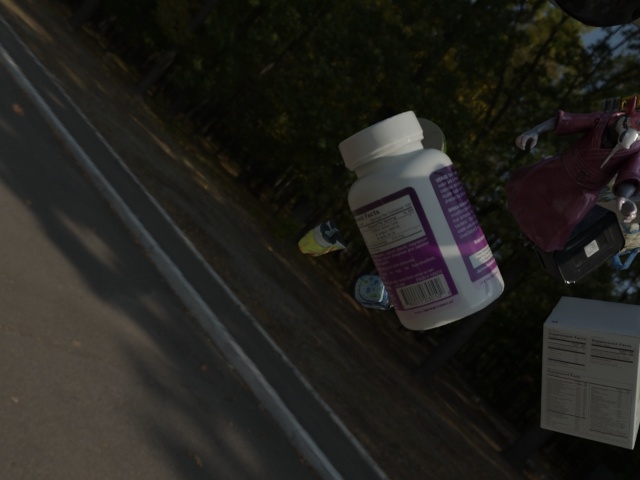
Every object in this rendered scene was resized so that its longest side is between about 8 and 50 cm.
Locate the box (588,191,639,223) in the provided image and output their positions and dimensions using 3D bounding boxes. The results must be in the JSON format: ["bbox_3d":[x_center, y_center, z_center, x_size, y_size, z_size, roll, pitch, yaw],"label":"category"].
[{"bbox_3d":[0.771,-0.083,1.464,0.067,0.063,0.324,60,-12,-8],"label":"box"}]

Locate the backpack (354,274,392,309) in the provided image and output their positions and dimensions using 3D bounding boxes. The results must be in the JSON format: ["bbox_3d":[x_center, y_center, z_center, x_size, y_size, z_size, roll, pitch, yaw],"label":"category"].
[{"bbox_3d":[0.161,0.153,1.842,0.114,0.105,0.084,1,-21,31],"label":"backpack"}]

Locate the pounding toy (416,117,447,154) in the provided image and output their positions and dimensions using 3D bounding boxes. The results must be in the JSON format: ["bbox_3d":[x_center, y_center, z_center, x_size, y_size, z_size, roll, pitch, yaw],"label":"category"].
[{"bbox_3d":[0.176,-0.118,1.193,0.183,0.237,0.110,-9,-34,31],"label":"pounding toy"}]

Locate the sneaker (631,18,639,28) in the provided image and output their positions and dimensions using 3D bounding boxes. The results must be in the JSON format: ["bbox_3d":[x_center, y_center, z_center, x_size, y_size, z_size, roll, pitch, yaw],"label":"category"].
[{"bbox_3d":[0.801,-0.610,1.384,0.262,0.099,0.121,102,-24,-48],"label":"sneaker"}]

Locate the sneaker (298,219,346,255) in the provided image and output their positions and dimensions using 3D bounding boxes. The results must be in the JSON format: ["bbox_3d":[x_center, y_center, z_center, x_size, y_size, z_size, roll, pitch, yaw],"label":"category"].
[{"bbox_3d":[0.000,0.000,1.549,0.081,0.094,0.208,63,15,12],"label":"sneaker"}]

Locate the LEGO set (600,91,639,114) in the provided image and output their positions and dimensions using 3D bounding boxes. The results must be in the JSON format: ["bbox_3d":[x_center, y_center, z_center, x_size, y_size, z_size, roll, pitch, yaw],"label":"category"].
[{"bbox_3d":[0.912,-0.270,1.642,0.331,0.192,0.255,19,-10,-40],"label":"LEGO set"}]

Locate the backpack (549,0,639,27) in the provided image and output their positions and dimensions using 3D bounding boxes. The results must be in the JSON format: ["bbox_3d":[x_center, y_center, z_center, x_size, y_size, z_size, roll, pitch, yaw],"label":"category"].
[{"bbox_3d":[0.477,-0.601,1.158,0.290,0.356,0.273,13,-22,-42],"label":"backpack"}]

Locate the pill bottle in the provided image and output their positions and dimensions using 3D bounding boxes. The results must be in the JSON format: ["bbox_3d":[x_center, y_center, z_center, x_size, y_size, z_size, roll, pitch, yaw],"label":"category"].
[{"bbox_3d":[0.143,-0.032,0.910,0.169,0.169,0.301,-105,172,-88],"label":"pill bottle"}]

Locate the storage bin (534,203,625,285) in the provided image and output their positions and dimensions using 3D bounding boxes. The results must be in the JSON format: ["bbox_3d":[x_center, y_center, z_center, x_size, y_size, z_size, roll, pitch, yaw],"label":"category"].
[{"bbox_3d":[0.613,0.006,1.427,0.122,0.180,0.084,56,-1,-27],"label":"storage bin"}]

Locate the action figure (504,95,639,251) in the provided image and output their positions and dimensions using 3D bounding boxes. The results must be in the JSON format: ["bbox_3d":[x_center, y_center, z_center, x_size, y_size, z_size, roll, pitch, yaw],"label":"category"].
[{"bbox_3d":[0.529,-0.136,1.167,0.248,0.275,0.370,57,-34,17],"label":"action figure"}]

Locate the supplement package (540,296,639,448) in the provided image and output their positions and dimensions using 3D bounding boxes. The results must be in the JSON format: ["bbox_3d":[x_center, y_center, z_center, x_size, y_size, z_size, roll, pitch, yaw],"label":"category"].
[{"bbox_3d":[0.633,0.293,1.386,0.198,0.263,0.199,5,17,32],"label":"supplement package"}]

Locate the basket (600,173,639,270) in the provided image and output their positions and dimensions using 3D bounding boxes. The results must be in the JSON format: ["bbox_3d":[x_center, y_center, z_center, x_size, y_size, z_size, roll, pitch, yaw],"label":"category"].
[{"bbox_3d":[0.899,-0.072,1.815,0.289,0.201,0.255,64,10,-63],"label":"basket"}]
